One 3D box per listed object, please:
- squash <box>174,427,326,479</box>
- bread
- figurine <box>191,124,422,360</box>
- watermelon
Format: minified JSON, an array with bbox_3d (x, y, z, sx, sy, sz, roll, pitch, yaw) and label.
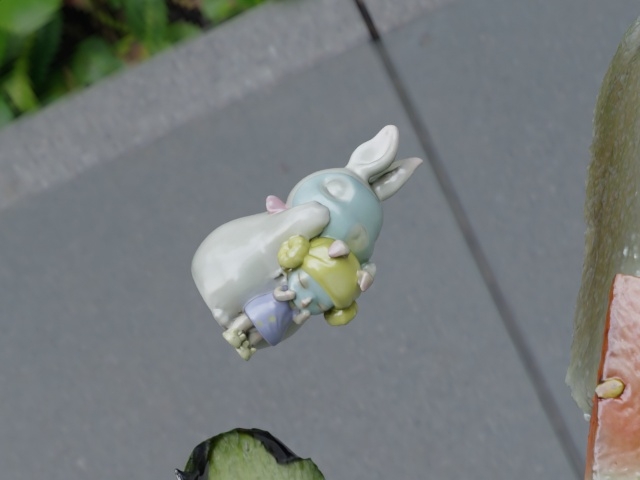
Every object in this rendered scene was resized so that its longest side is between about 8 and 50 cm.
[{"bbox_3d":[-0.049,0.196,1.013,0.085,0.192,0.184,-21,81,29],"label":"squash"},{"bbox_3d":[0.237,-0.041,1.258,0.102,0.183,0.337,13,53,-1],"label":"bread"},{"bbox_3d":[0.000,0.000,1.819,0.235,0.127,0.155,-36,20,9],"label":"figurine"},{"bbox_3d":[0.136,0.057,0.767,0.125,0.094,0.135,-9,25,41],"label":"watermelon"}]
